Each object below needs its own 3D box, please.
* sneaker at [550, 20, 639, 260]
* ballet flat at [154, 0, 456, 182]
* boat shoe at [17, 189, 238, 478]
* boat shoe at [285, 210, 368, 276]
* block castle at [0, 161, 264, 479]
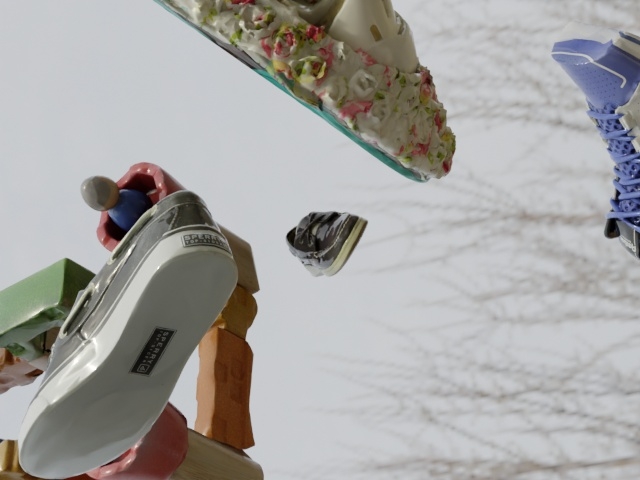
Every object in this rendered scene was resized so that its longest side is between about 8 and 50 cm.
[{"bbox_3d":[0.355,-0.080,1.727,0.315,0.127,0.182,36,-94,-27],"label":"sneaker"},{"bbox_3d":[-0.017,-0.119,0.786,0.241,0.077,0.091,34,-159,-13],"label":"ballet flat"},{"bbox_3d":[-0.127,0.063,1.039,0.078,0.219,0.070,20,-150,-36],"label":"boat shoe"},{"bbox_3d":[0.000,0.000,1.427,0.049,0.152,0.056,33,-107,-7],"label":"boat shoe"},{"bbox_3d":[-0.275,0.146,1.450,0.213,0.453,0.303,34,-136,-40],"label":"block castle"}]
